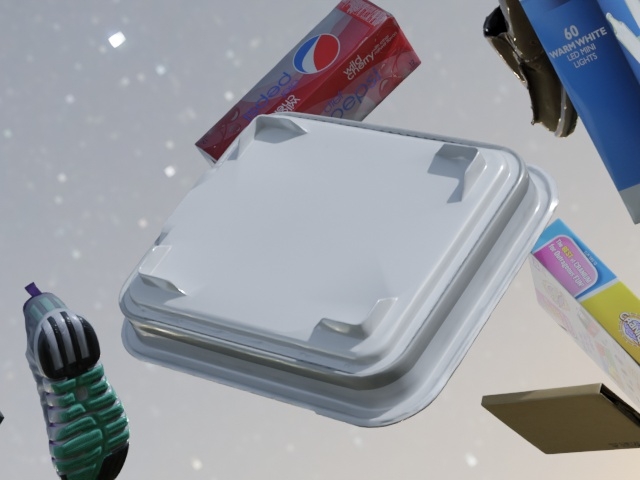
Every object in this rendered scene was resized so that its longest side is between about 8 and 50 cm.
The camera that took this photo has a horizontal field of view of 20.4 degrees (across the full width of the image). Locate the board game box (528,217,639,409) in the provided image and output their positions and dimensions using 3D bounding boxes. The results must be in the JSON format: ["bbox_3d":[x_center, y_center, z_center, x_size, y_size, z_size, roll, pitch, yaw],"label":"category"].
[{"bbox_3d":[0.419,0.137,2.466,0.064,0.316,0.242,-40,-23,-5],"label":"board game box"}]

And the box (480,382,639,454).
[{"bbox_3d":[0.347,0.247,2.445,0.201,0.021,0.164,-10,-37,43],"label":"box"}]

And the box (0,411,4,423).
[{"bbox_3d":[-0.434,0.195,2.179,0.083,0.067,0.018,29,-82,-37],"label":"box"}]

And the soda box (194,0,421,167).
[{"bbox_3d":[-0.013,-0.157,2.039,0.263,0.083,0.092,-45,-46,-8],"label":"soda box"}]

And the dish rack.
[{"bbox_3d":[0.000,0.000,1.474,0.285,0.333,0.072,-55,-44,-27],"label":"dish rack"}]

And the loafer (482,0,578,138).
[{"bbox_3d":[0.273,-0.268,2.213,0.366,0.130,0.134,75,-148,-54],"label":"loafer"}]

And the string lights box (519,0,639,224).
[{"bbox_3d":[0.271,-0.160,1.540,0.076,0.260,0.133,-23,7,46],"label":"string lights box"}]

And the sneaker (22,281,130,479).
[{"bbox_3d":[-0.249,0.147,1.776,0.083,0.098,0.224,-18,-55,-21],"label":"sneaker"}]
